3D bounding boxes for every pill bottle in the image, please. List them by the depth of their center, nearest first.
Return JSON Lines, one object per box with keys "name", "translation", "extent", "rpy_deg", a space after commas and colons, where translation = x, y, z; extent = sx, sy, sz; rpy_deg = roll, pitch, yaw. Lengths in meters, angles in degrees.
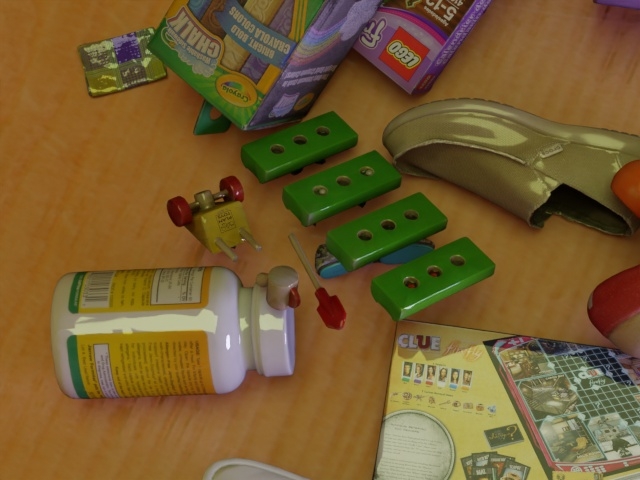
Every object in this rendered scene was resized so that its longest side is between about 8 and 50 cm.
{"name": "pill bottle", "translation": [-0.130, 0.083, 1.423], "extent": [0.208, 0.117, 0.117], "rpy_deg": [-3, 73, 4]}

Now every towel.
{"name": "towel", "translation": [-0.198, -0.178, 1.562], "extent": [0.083, 0.009, 0.060], "rpy_deg": [-13, 72, 1]}

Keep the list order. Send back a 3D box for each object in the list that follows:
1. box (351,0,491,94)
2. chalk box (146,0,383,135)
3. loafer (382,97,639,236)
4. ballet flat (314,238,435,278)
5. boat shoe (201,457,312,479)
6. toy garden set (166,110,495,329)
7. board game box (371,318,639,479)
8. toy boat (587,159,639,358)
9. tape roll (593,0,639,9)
{"name": "box", "translation": [0.043, -0.308, 1.510], "extent": [0.293, 0.057, 0.201], "rpy_deg": [41, 113, 14]}
{"name": "chalk box", "translation": [-0.060, -0.192, 1.473], "extent": [0.132, 0.132, 0.213], "rpy_deg": [42, 113, 14]}
{"name": "loafer", "translation": [0.187, -0.064, 1.451], "extent": [0.269, 0.102, 0.092], "rpy_deg": [8, 68, 6]}
{"name": "ballet flat", "translation": [0.049, 0.005, 1.475], "extent": [0.114, 0.041, 0.041], "rpy_deg": [-12, 73, 0]}
{"name": "boat shoe", "translation": [0.033, 0.297, 1.375], "extent": [0.319, 0.116, 0.099], "rpy_deg": [23, 118, 4]}
{"name": "toy garden set", "translation": [0.000, 0.000, 1.416], "extent": [0.204, 0.049, 0.244], "rpy_deg": [-24, 52, -28]}
{"name": "board game box", "translation": [0.177, 0.168, 1.413], "extent": [0.243, 0.042, 0.165], "rpy_deg": [8, 74, 7]}
{"name": "toy boat", "translation": [0.316, -0.008, 1.377], "extent": [0.231, 0.151, 0.151], "rpy_deg": [-42, 79, -18]}
{"name": "tape roll", "translation": [0.315, -0.349, 1.436], "extent": [0.090, 0.275, 0.274], "rpy_deg": [9, 74, 6]}
